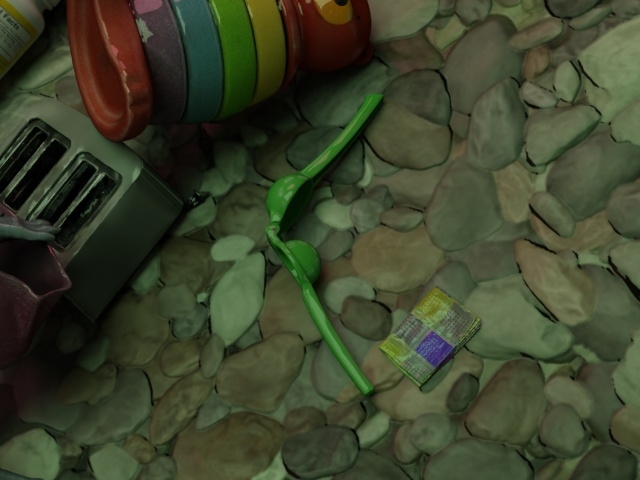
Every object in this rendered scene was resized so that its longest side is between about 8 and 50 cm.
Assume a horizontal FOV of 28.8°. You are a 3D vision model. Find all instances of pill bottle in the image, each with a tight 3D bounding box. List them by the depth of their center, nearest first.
[{"bbox_3d":[-0.383,-0.236,1.382,0.119,0.119,0.208,36,82,28],"label":"pill bottle"}]

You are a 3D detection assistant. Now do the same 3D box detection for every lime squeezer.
[{"bbox_3d":[0.000,0.000,1.195,0.110,0.059,0.310,7,65,-10],"label":"lime squeezer"}]

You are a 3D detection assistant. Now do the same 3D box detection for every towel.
[{"bbox_3d":[0.099,0.086,1.138,0.083,0.009,0.060,-45,62,-4],"label":"towel"}]

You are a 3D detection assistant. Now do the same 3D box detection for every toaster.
[{"bbox_3d":[-0.243,-0.036,1.252,0.168,0.110,0.185,34,82,27],"label":"toaster"}]

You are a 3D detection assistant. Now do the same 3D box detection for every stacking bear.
[{"bbox_3d":[-0.084,-0.200,1.210,0.289,0.164,0.175,-14,80,-23],"label":"stacking bear"}]

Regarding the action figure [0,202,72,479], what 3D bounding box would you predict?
[{"bbox_3d":[-0.369,0.132,1.131,0.248,0.276,0.370,37,115,37],"label":"action figure"}]
